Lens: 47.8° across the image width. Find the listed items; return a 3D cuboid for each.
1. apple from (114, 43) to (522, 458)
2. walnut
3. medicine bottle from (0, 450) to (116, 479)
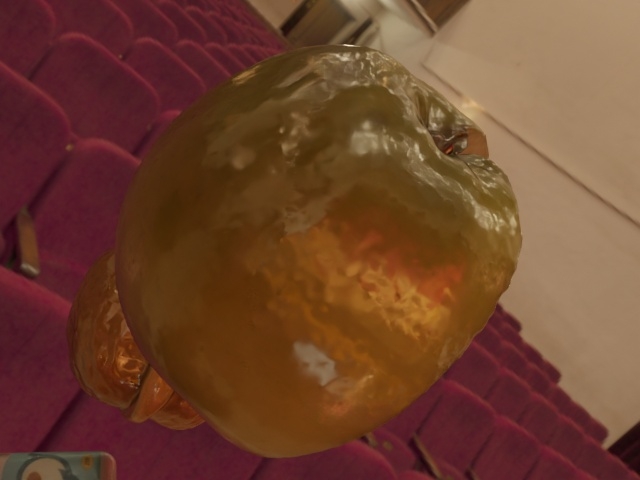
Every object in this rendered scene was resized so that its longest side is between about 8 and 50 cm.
[{"bbox_3d":[-0.014,-0.016,0.531,0.233,0.258,0.295,42,24,-6],"label":"apple"},{"bbox_3d":[-0.241,0.150,1.117,0.296,0.285,0.285,27,15,-24],"label":"walnut"},{"bbox_3d":[-0.241,0.215,0.499,0.188,0.094,0.119,4,53,-18],"label":"medicine bottle"}]
